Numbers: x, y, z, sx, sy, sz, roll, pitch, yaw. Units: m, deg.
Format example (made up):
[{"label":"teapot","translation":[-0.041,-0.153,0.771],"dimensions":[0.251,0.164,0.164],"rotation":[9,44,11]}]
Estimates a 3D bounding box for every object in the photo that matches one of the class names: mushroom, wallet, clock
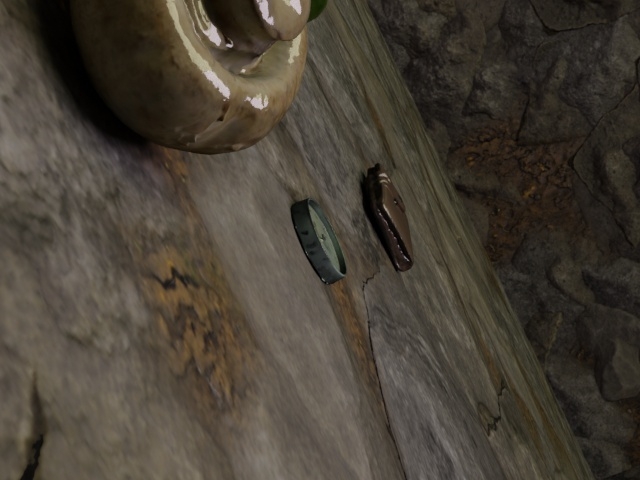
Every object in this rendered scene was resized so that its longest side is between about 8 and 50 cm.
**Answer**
[{"label":"mushroom","translation":[-0.070,-0.131,0.590],"dimensions":[0.166,0.127,0.166],"rotation":[4,84,-52]},{"label":"wallet","translation":[0.095,-0.036,1.332],"dimensions":[0.152,0.039,0.118],"rotation":[-84,150,-64]},{"label":"clock","translation":[0.000,0.000,0.915],"dimensions":[0.085,0.017,0.085],"rotation":[60,13,-24]}]

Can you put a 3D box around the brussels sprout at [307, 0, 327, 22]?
[{"label":"brussels sprout","translation":[-0.048,-0.305,1.072],"dimensions":[0.155,0.117,0.155],"rotation":[165,-90,-83]}]
